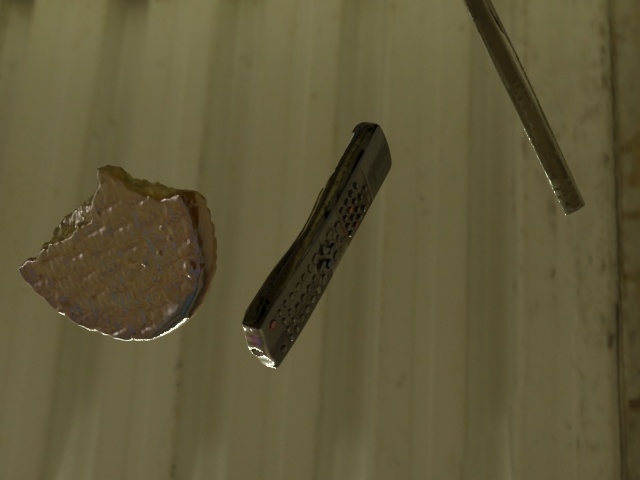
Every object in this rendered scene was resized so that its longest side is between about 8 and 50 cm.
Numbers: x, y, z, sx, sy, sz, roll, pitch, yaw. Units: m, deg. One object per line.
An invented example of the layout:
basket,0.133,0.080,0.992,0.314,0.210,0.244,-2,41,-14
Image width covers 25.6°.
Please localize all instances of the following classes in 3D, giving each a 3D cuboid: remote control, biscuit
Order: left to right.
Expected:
biscuit,-0.179,0.009,1.221,0.229,0.176,0.031,6,-150,33
remote control,0.000,0.000,1.059,0.028,0.059,0.212,14,-124,26

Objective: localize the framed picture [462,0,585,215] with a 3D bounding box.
framed picture,0.116,-0.147,0.984,0.023,0.189,0.260,-25,-153,11
